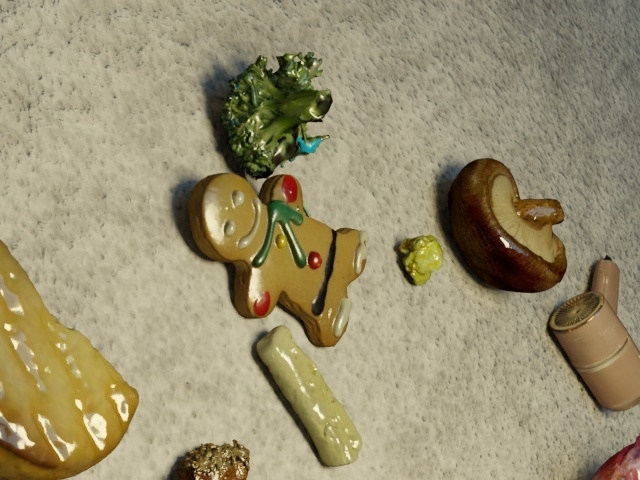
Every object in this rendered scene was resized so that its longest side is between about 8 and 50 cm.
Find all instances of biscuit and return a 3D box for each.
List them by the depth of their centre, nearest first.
[{"bbox_3d":[-0.305,0.117,1.348,0.274,0.091,0.213,57,32,-16],"label":"biscuit"},{"bbox_3d":[-0.048,0.013,1.764,0.301,0.049,0.197,35,56,-39],"label":"biscuit"}]

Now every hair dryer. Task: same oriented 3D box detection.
[{"bbox_3d":[0.498,0.126,2.430,0.189,0.107,0.344,54,30,-17],"label":"hair dryer"}]

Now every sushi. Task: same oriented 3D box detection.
[{"bbox_3d":[-0.117,0.250,1.558,0.120,0.052,0.055,-10,93,-53],"label":"sushi"}]

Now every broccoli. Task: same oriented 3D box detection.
[{"bbox_3d":[-0.046,-0.164,1.808,0.167,0.160,0.154,-29,112,-38],"label":"broccoli"}]

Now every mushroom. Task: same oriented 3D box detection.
[{"bbox_3d":[0.276,-0.013,2.188,0.194,0.138,0.231,-20,75,-43],"label":"mushroom"}]

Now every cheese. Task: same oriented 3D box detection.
[{"bbox_3d":[-0.012,0.192,1.738,0.194,0.043,0.065,58,36,-10],"label":"cheese"}]

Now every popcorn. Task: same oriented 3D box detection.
[{"bbox_3d":[0.146,0.030,2.040,0.059,0.068,0.083,-23,128,-34],"label":"popcorn"}]

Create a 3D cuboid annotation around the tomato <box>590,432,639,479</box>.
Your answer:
[{"bbox_3d":[0.491,0.468,2.143,0.289,0.176,0.335,-13,80,-34],"label":"tomato"}]

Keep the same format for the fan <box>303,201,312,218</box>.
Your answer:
[{"bbox_3d":[0.000,0.000,1.905,0.085,0.005,0.133,-26,92,-55],"label":"fan"}]
